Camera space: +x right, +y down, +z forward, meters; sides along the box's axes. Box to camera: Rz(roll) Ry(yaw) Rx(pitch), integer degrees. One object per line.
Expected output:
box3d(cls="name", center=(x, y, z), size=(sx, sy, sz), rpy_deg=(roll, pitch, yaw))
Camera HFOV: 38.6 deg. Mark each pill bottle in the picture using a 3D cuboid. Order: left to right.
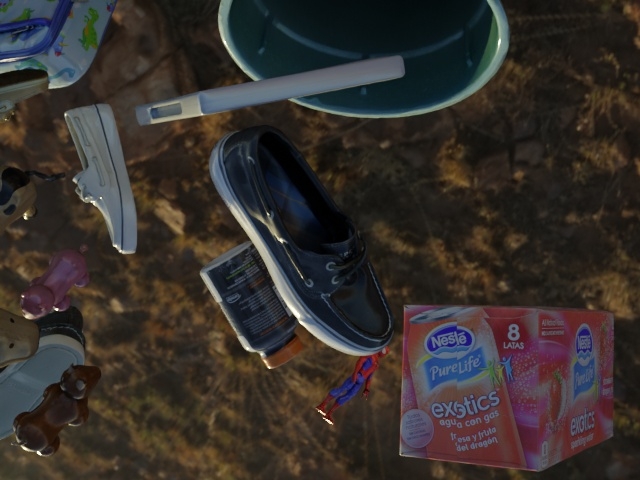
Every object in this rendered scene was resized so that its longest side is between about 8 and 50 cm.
box3d(cls="pill bottle", center=(-0.129, 0.134, 1.842), size=(0.130, 0.130, 0.246), rpy_deg=(-23, 100, 43))

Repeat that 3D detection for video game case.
box3d(cls="video game case", center=(-0.049, -0.133, 0.812), size=(0.173, 0.190, 0.022), rpy_deg=(8, 111, 62))

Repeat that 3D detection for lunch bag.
box3d(cls="lunch bag", center=(-0.362, -0.265, 1.124), size=(0.219, 0.176, 0.090), rpy_deg=(1, 153, 32))

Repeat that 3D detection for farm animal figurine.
box3d(cls="farm animal figurine", center=(-0.395, 0.089, 0.995), size=(0.330, 0.326, 0.172), rpy_deg=(68, 159, 13))

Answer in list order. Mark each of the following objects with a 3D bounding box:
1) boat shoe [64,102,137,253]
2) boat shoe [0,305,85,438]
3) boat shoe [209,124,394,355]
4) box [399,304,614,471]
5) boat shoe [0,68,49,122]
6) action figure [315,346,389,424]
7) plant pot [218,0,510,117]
box3d(cls="boat shoe", center=(-0.363, -0.097, 1.500), size=(0.095, 0.084, 0.258), rpy_deg=(137, 119, -64))
box3d(cls="boat shoe", center=(-0.452, 0.202, 1.340), size=(0.302, 0.091, 0.114), rpy_deg=(-31, 128, 19))
box3d(cls="boat shoe", center=(0.000, 0.000, 0.754), size=(0.076, 0.080, 0.228), rpy_deg=(-17, 109, 54))
box3d(cls="box", center=(0.210, 0.144, 0.973), size=(0.142, 0.300, 0.154), rpy_deg=(-1, 84, 30))
box3d(cls="boat shoe", center=(-0.362, -0.152, 1.010), size=(0.135, 0.050, 0.045), rpy_deg=(-18, 122, -7))
box3d(cls="action figure", center=(0.044, 0.171, 1.110), size=(0.030, 0.115, 0.038), rpy_deg=(22, 156, 48))
box3d(cls="plant pot", center=(0.065, -0.384, 1.141), size=(0.341, 0.334, 0.341), rpy_deg=(5, 155, 2))
